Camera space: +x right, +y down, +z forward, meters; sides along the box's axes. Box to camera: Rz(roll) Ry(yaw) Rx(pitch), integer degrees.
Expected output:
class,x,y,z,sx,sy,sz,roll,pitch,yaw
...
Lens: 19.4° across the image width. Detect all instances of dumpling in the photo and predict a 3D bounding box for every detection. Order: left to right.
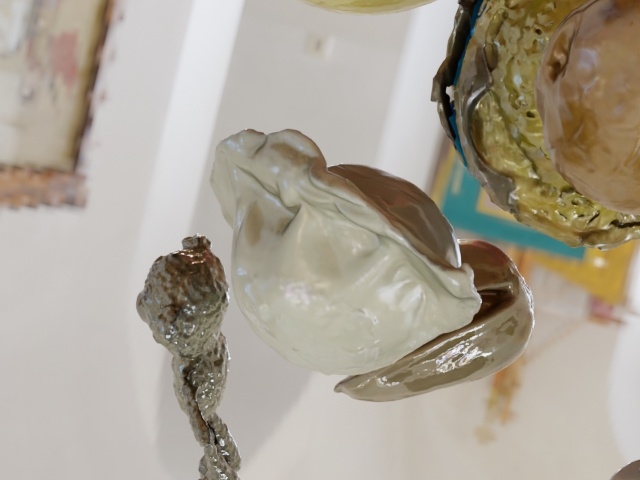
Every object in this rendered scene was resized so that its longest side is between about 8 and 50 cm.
class,x,y,z,sx,sy,sz,roll,pitch,yaw
dumpling,0.000,0.000,1.303,0.193,0.147,0.258,48,158,-21

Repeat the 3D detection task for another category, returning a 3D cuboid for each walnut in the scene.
class,x,y,z,sx,sy,sz,roll,pitch,yaw
walnut,0.218,-0.072,1.226,0.167,0.087,0.211,19,150,-3

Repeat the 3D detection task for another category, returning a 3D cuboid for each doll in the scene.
class,x,y,z,sx,sy,sz,roll,pitch,yaw
doll,-0.116,0.124,1.805,0.091,0.203,0.286,3,156,12

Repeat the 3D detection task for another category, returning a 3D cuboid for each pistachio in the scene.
class,x,y,z,sx,sy,sz,roll,pitch,yaw
pistachio,0.097,0.075,1.710,0.206,0.130,0.131,-19,171,-4

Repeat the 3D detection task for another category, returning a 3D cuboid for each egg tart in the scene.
class,x,y,z,sx,sy,sz,roll,pitch,yaw
egg tart,0.234,-0.130,1.499,0.290,0.291,0.107,13,-172,-12

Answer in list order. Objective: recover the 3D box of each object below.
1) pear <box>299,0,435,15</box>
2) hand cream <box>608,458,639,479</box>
class,x,y,z,sx,sy,sz,roll,pitch,yaw
pear,0.031,-0.378,1.687,0.348,0.348,0.348,14,-175,-1
hand cream,0.199,0.248,1.251,0.121,0.336,0.076,-6,-131,-14
